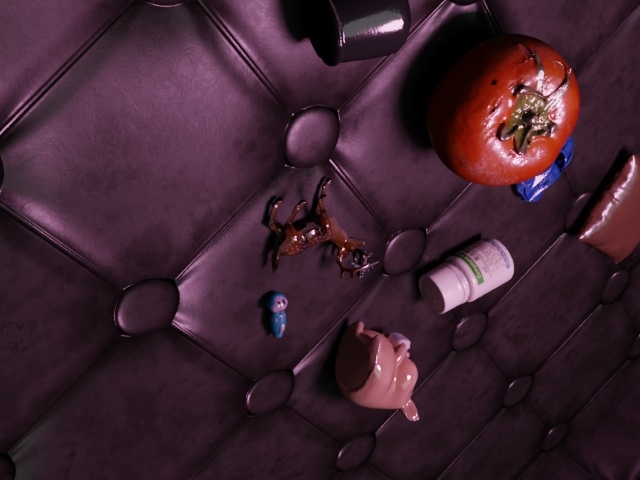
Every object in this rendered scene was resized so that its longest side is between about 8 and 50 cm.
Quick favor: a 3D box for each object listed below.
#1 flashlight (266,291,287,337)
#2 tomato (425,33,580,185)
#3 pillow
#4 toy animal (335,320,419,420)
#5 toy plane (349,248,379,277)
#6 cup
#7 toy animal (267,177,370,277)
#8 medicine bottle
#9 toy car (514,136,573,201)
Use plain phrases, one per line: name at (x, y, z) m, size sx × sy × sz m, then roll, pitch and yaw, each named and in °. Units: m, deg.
flashlight at (-0.102, 0.176, 1.913) m, size 0.051 × 0.051 × 0.129 m, roll -23°, pitch 136°, yaw -25°
tomato at (0.395, -0.297, 1.820) m, size 0.341 × 0.273 × 0.341 m, roll -10°, pitch 115°, yaw -22°
pillow at (0.937, -0.092, 2.504) m, size 0.305 × 0.108 × 0.308 m, roll 20°, pitch 106°, yaw -43°
toy animal at (0.153, 0.338, 2.141) m, size 0.256 × 0.195 × 0.213 m, roll 20°, pitch 98°, yaw -42°
toy plane at (0.107, 0.062, 2.011) m, size 0.077 × 0.024 × 0.084 m, roll -1°, pitch 121°, yaw -17°
cup at (0.064, -0.410, 1.561) m, size 0.176 × 0.169 × 0.223 m, roll -23°, pitch 162°, yaw -19°
toy animal at (-0.006, -0.012, 1.847) m, size 0.243 × 0.087 × 0.260 m, roll -14°, pitch 130°, yaw -14°
medicine bottle at (0.390, 0.095, 2.182) m, size 0.237 × 0.139 × 0.139 m, roll -25°, pitch 132°, yaw -21°
toy car at (0.618, -0.195, 2.209) m, size 0.216 × 0.063 × 0.103 m, roll -47°, pitch 136°, yaw -1°
